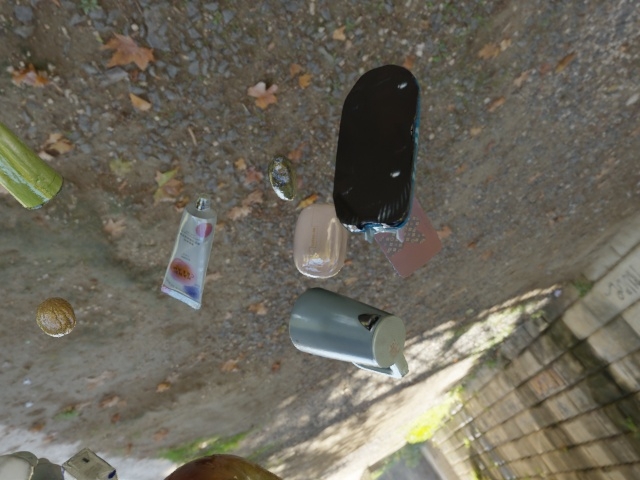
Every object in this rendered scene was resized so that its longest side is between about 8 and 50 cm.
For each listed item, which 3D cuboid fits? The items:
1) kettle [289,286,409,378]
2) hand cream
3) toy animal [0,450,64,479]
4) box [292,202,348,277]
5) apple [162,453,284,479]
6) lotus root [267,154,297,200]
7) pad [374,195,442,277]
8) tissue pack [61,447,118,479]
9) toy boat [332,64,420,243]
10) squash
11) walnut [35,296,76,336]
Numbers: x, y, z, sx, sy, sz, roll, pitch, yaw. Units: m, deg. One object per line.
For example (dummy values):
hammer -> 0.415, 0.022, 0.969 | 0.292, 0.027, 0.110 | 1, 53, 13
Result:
kettle -> 0.075, 0.226, 1.178 | 0.160, 0.243, 0.211 | -43, 124, -32
hand cream -> -0.336, 0.028, 1.332 | 0.078, 0.124, 0.341 | -54, 167, -61
toy animal -> -0.509, 0.479, 0.832 | 0.367, 0.196, 0.241 | -25, -150, 54
box -> 0.000, 0.000, 1.361 | 0.145, 0.201, 0.088 | 3, 168, 13
apple -> -0.098, 0.348, 0.558 | 0.234, 0.210, 0.173 | 37, 84, -24
lotus root -> -0.117, -0.191, 1.590 | 0.179, 0.080, 0.089 | 77, 28, -47
pad -> 0.268, -0.019, 1.622 | 0.181, 0.004, 0.267 | -38, 116, -3
tissue pack -> -0.257, 0.289, 0.584 | 0.042, 0.062, 0.084 | -31, 127, -51
toy boat -> 0.107, -0.147, 0.868 | 0.134, 0.299, 0.092 | -2, 158, 27
squash -> -0.562, -0.165, 0.921 | 0.094, 0.094, 0.224 | -30, 138, -9
walnut -> -0.769, 0.225, 1.498 | 0.105, 0.105, 0.125 | -21, 120, -25
